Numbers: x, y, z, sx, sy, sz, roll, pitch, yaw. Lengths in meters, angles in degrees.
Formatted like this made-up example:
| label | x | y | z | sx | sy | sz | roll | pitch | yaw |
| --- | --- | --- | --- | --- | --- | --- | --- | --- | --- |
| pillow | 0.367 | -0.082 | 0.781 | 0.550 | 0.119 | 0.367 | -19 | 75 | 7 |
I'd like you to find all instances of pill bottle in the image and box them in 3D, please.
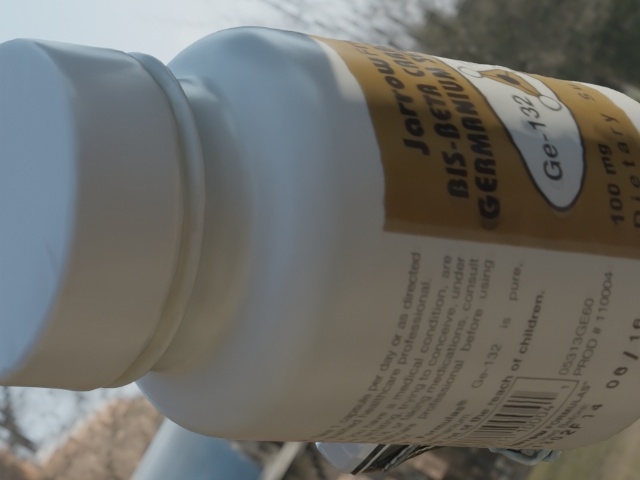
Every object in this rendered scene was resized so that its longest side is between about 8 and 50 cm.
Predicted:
| label | x | y | z | sx | sy | sz | roll | pitch | yaw |
| --- | --- | --- | --- | --- | --- | --- | --- | --- | --- |
| pill bottle | 0.000 | 0.000 | 0.606 | 0.131 | 0.229 | 0.131 | -12 | 75 | 55 |

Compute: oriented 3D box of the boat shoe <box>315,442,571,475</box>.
| label | x | y | z | sx | sy | sz | roll | pitch | yaw |
| --- | --- | --- | --- | --- | --- | --- | --- | --- | --- |
| boat shoe | 0.135 | 0.082 | 1.165 | 0.306 | 0.105 | 0.113 | -28 | -12 | -38 |
